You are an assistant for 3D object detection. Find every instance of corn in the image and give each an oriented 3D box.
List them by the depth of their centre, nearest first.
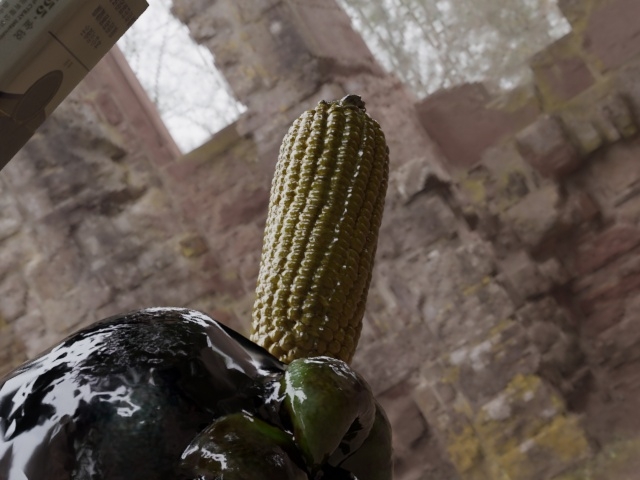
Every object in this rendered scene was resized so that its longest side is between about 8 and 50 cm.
[{"bbox_3d":[0.000,0.000,1.244,0.144,0.144,0.387,-39,34,50],"label":"corn"}]

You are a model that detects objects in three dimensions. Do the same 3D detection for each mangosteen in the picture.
[{"bbox_3d":[-0.072,0.138,0.601,0.243,0.243,0.243,-31,-6,-4],"label":"mangosteen"}]

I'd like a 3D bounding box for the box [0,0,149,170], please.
[{"bbox_3d":[-0.283,-0.172,1.027,0.259,0.071,0.168,-50,-3,-2],"label":"box"}]
